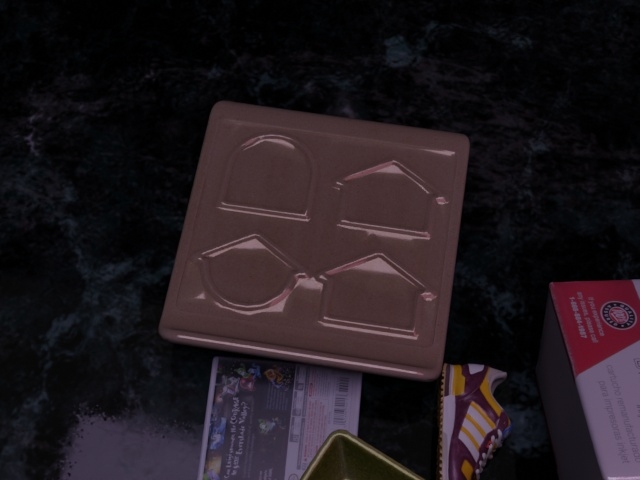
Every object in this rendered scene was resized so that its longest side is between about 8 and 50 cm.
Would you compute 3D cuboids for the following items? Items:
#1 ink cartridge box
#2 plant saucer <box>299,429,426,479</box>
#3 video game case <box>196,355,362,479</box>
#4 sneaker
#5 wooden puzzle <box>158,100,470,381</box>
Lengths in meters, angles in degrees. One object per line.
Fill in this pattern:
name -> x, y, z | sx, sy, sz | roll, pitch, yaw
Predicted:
ink cartridge box -> 0.441, 0.179, 1.205 | 0.385, 0.160, 0.279 | -2, 40, -1
plant saucer -> 0.041, 0.282, 0.958 | 0.188, 0.045, 0.188 | 30, 68, 13
video game case -> -0.046, 0.227, 1.306 | 0.173, 0.022, 0.190 | 5, 65, 2
sneaker -> 0.170, 0.222, 1.282 | 0.084, 0.069, 0.185 | 2, 66, 3
wooden puzzle -> 0.000, 0.000, 1.391 | 0.322, 0.080, 0.348 | 9, 60, 4
